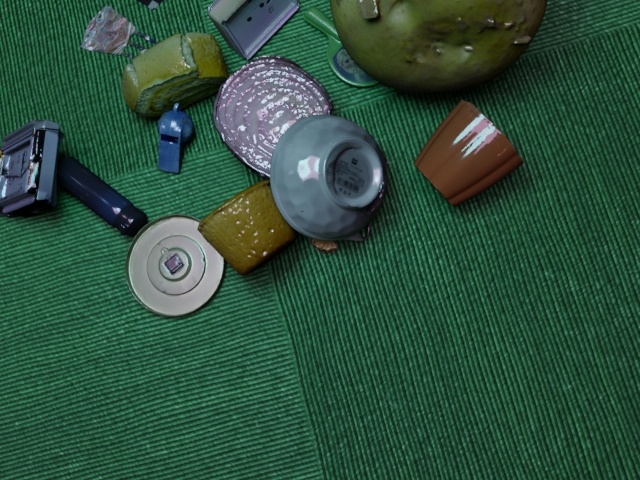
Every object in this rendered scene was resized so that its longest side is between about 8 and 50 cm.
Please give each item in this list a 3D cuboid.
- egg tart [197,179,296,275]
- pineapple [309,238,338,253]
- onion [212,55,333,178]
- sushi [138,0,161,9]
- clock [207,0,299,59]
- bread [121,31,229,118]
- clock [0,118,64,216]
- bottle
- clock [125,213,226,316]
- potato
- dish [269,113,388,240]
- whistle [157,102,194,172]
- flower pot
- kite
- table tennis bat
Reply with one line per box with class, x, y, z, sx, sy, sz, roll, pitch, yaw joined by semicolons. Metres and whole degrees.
egg tart;-0.144;-0.024;1.440;0.202;0.202;0.147;-36;87;-1
pineapple;0.000;0.000;1.500;0.045;0.019;0.083;-41;76;-8
onion;-0.112;-0.278;1.520;0.247;0.111;0.250;41;86;13
sushi;-0.457;-0.815;1.693;0.343;0.064;0.359;33;84;12
clock;-0.153;-0.539;1.558;0.192;0.147;0.071;-47;64;-3
bread;-0.343;-0.377;1.533;0.257;0.186;0.124;-23;81;10
clock;-0.670;-0.159;1.538;0.253;0.083;0.186;-8;75;45
bottle;-0.508;-0.100;1.555;0.244;0.082;0.072;37;130;13
clock;-0.330;0.056;1.522;0.235;0.029;0.235;-1;79;7
potato;0.236;-0.470;1.388;0.442;0.385;0.319;7;95;15
dish;0.043;-0.133;1.401;0.303;0.120;0.303;0;89;-29
whistle;-0.339;-0.245;1.567;0.090;0.090;0.158;16;120;10
flower pot;0.303;-0.174;1.423;0.173;0.190;0.190;-44;77;8
kite;-0.485;-0.490;1.659;0.229;0.016;0.127;30;87;15
table tennis bat;0.063;-0.465;1.577;0.257;0.039;0.160;41;84;10
